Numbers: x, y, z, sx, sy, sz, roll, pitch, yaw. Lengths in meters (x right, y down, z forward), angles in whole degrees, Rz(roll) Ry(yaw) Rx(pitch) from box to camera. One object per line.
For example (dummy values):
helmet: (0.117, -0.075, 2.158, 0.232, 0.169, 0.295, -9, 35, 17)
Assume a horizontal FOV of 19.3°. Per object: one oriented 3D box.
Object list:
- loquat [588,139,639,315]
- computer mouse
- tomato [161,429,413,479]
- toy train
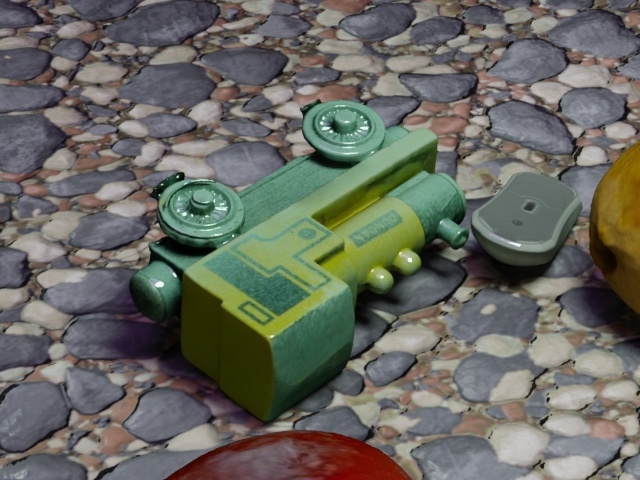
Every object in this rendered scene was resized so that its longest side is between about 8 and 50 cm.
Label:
loquat: (0.369, -0.016, 1.751, 0.238, 0.193, 0.238, -4, 28, 2)
computer mouse: (0.205, -0.018, 1.886, 0.089, 0.056, 0.181, 25, 33, 13)
tomato: (-0.058, 0.252, 1.405, 0.290, 0.176, 0.335, 15, 40, 30)
toy train: (0.000, 0.000, 1.817, 0.237, 0.150, 0.369, 34, 50, 31)
